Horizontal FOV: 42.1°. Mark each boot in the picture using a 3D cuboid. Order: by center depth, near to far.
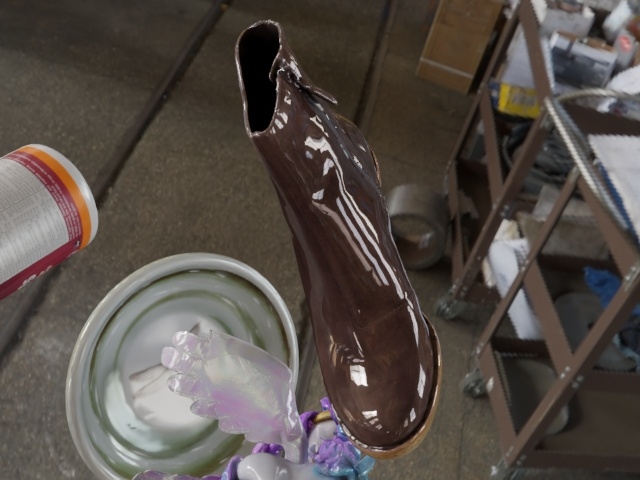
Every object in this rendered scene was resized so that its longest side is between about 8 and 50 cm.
[{"bbox_3d":[0.000,0.000,0.550,0.090,0.207,0.249,-20,49,16],"label":"boot"}]

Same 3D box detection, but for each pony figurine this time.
[{"bbox_3d":[-0.066,0.317,1.088,0.350,0.303,0.363,14,27,-10],"label":"pony figurine"}]

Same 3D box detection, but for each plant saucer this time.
[{"bbox_3d":[-0.223,0.214,1.337,0.400,0.401,0.100,-16,15,-32],"label":"plant saucer"}]

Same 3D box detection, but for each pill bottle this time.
[{"bbox_3d":[-0.331,0.004,0.791,0.121,0.121,0.221,33,45,17],"label":"pill bottle"}]
